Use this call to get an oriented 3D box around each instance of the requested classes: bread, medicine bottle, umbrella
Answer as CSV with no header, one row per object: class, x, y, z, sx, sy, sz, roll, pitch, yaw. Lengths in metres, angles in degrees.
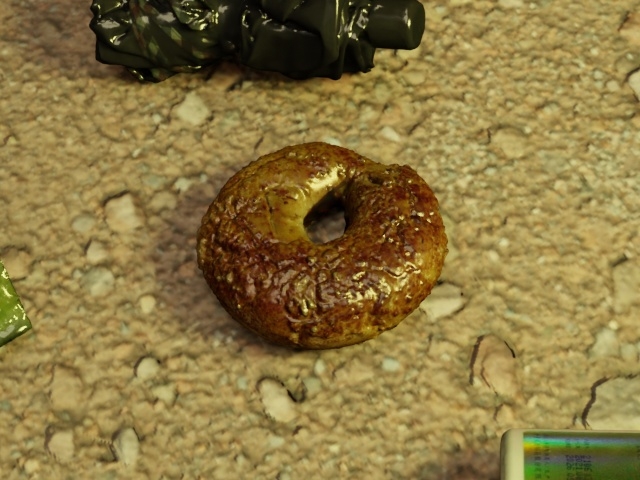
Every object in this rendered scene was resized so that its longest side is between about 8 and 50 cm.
bread,0.000,0.000,1.180,0.193,0.064,0.193,-3,57,4
medicine bottle,0.227,0.176,1.035,0.219,0.078,0.115,0,28,7
umbrella,-0.049,-0.179,1.254,0.272,0.122,0.110,5,39,18

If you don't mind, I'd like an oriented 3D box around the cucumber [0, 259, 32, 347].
cucumber,-0.322,0.087,1.171,0.211,0.062,0.078,-32,96,-18
